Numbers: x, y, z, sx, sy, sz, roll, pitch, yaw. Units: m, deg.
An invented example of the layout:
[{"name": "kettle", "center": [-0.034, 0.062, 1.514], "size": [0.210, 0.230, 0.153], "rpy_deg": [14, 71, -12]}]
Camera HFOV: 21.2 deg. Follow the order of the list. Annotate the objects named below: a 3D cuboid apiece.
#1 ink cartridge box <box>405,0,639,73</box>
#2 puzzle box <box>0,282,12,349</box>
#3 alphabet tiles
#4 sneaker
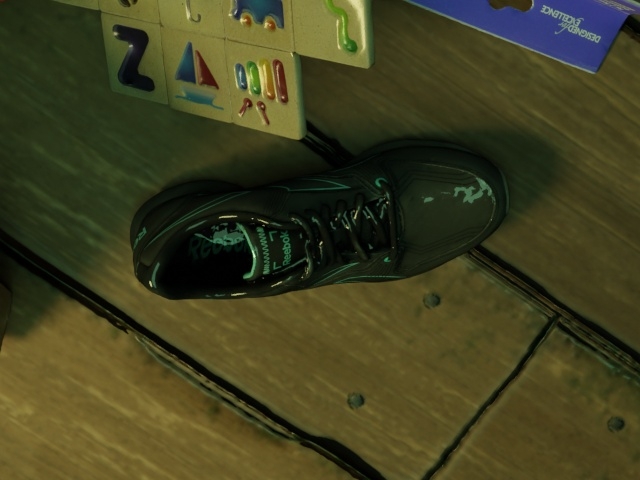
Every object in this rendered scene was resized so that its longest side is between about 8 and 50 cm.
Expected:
[{"name": "ink cartridge box", "center": [0.155, -0.221, 1.090], "size": [0.206, 0.045, 0.208], "rpy_deg": [15, 109, -30]}, {"name": "puzzle box", "center": [-0.415, 0.003, 1.094], "size": [0.409, 0.272, 0.052], "rpy_deg": [12, 83, -3]}, {"name": "alphabet tiles", "center": [-0.086, -0.236, 1.027], "size": [0.285, 0.011, 0.343], "rpy_deg": [16, 122, 38]}, {"name": "sneaker", "center": [0.000, 0.000, 1.168], "size": [0.267, 0.106, 0.101], "rpy_deg": [-11, 105, 3]}]
